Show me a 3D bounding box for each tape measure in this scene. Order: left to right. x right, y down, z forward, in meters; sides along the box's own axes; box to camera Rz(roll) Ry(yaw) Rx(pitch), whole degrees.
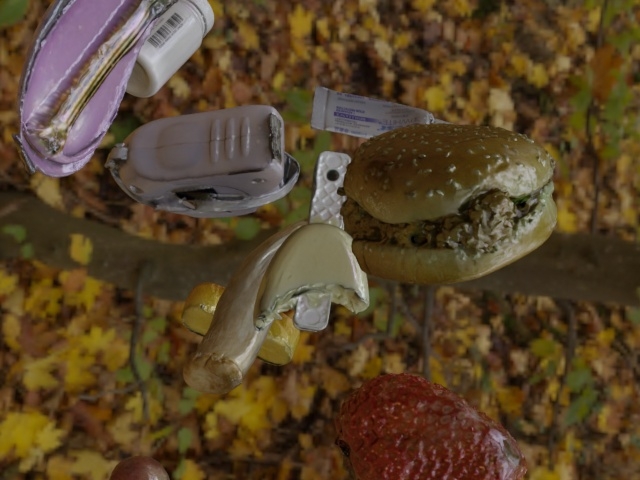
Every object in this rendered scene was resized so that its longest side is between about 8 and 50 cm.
[{"bbox_3d":[-0.140,-0.092,1.312,0.197,0.236,0.120,42,45,-68],"label":"tape measure"}]

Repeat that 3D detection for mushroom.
[{"bbox_3d":[-0.096,0.097,1.652,0.351,0.122,0.095,-57,131,-30],"label":"mushroom"}]

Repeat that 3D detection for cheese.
[{"bbox_3d":[0.000,0.000,1.193,0.050,0.127,0.235,93,4,-63],"label":"cheese"}]

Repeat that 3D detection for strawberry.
[{"bbox_3d":[0.199,0.382,1.885,0.312,0.351,0.267,53,53,-30],"label":"strawberry"}]

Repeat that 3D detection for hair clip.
[{"bbox_3d":[-0.186,-0.213,0.992,0.359,0.095,0.110,-55,175,-26],"label":"hair clip"}]

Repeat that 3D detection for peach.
[{"bbox_3d":[-0.242,0.324,1.373,0.083,0.083,0.083,4,90,-77],"label":"peach"}]

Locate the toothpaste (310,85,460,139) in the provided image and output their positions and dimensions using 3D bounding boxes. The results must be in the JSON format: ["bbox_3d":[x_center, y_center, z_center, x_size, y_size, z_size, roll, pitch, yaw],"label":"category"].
[{"bbox_3d":[0.123,-0.218,1.894,0.099,0.282,0.069,-93,-164,-69],"label":"toothpaste"}]

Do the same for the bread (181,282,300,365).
[{"bbox_3d":[-0.159,0.170,2.091,0.094,0.245,0.102,-72,-174,-50],"label":"bread"}]

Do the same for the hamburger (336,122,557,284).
[{"bbox_3d":[0.123,-0.044,0.965,0.215,0.189,0.122,19,-55,59],"label":"hamburger"}]

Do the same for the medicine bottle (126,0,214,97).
[{"bbox_3d":[-0.256,-0.322,1.669,0.187,0.102,0.103,-56,151,-36],"label":"medicine bottle"}]
